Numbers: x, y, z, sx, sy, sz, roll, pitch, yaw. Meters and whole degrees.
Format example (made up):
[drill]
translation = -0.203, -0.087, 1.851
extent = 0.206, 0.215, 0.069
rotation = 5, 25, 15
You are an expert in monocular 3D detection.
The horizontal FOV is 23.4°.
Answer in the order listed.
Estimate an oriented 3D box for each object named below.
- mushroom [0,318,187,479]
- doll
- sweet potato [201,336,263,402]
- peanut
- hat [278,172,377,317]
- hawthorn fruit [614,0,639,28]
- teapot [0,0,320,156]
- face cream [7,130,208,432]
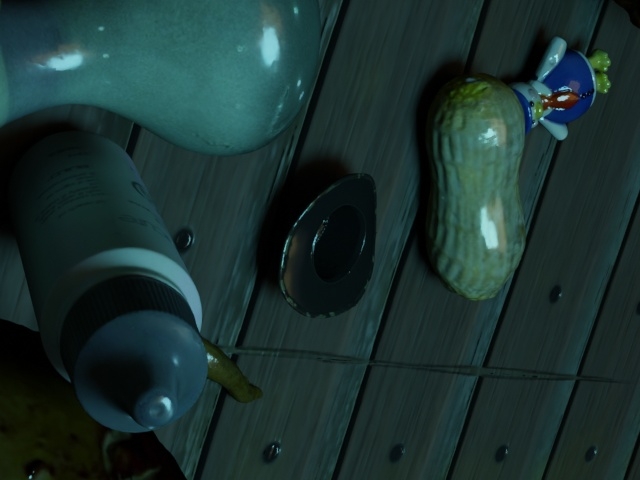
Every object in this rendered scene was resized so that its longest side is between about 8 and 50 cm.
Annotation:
[mushroom]
translation = -0.228, 0.196, 0.901
extent = 0.334, 0.356, 0.331
rotation = -6, 76, -47
[doll]
translation = 0.195, -0.127, 1.343
extent = 0.143, 0.057, 0.099
rotation = -24, 124, -31
[sweet potato]
translation = -0.074, 0.103, 1.188
extent = 0.026, 0.026, 0.115
rotation = -54, 139, -13
[peanut]
translation = 0.129, -0.041, 1.288
extent = 0.087, 0.087, 0.207
rotation = -26, 127, -36
[hat]
translation = 0.000, 0.000, 1.197
extent = 0.121, 0.050, 0.121
rotation = -21, 119, -44
[hawthorn fruit]
translation = 0.364, -0.297, 1.281
extent = 0.300, 0.254, 0.254
rotation = -45, 137, -1
[teapot]
translation = -0.132, -0.122, 0.920
extent = 0.250, 0.183, 0.184
rotation = -16, 120, -29
[face cream]
translation = -0.122, 0.024, 0.881
extent = 0.092, 0.311, 0.092
rotation = -6, 112, -14
